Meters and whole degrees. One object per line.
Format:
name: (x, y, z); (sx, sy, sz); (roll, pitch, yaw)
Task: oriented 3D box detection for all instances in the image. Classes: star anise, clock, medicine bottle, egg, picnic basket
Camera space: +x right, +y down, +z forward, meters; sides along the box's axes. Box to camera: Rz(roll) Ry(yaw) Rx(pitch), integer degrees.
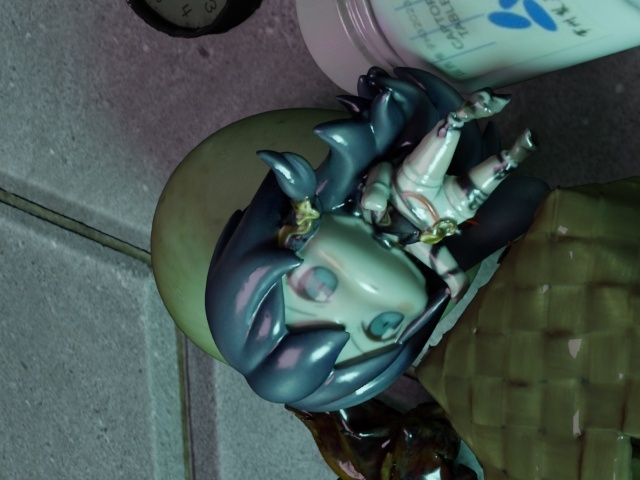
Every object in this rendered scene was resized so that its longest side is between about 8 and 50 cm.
star anise: (0.088, 0.199, 1.663); (0.272, 0.102, 0.272); (40, 162, 16)
clock: (-0.121, -0.262, 1.661); (0.184, 0.040, 0.184); (23, 126, 36)
medicine bottle: (0.126, -0.193, 1.349); (0.293, 0.170, 0.170); (-14, 100, 50)
egg: (0.000, 0.000, 1.542); (0.295, 0.218, 0.218); (-8, 105, 41)
picnic basket: (0.264, 0.115, 1.274); (0.321, 0.291, 0.254); (52, 131, 25)

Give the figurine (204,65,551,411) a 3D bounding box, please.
figurine: (0.035, -0.005, 1.328); (0.265, 0.197, 0.175); (-42, 89, 6)
